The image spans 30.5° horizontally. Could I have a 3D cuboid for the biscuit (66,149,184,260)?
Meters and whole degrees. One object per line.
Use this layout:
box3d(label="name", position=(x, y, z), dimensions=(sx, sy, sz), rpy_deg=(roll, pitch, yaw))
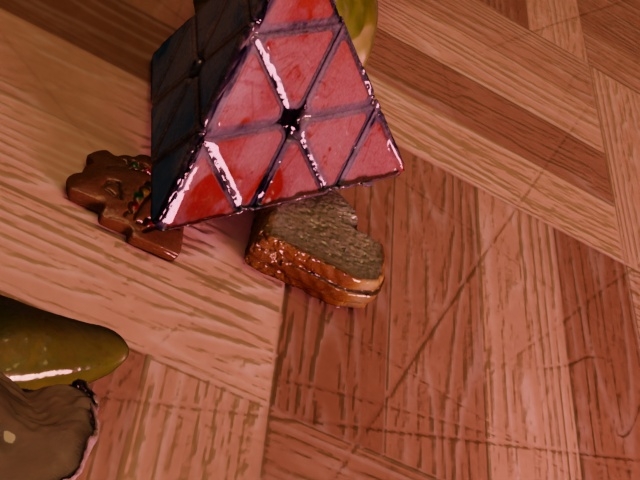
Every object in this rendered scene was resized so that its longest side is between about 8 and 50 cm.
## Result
box3d(label="biscuit", position=(-0.122, -0.024, 0.770), dimensions=(0.082, 0.016, 0.092), rpy_deg=(-18, 63, -49))

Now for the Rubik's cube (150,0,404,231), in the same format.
box3d(label="Rubik's cube", position=(-0.088, -0.096, 0.817), dimensions=(0.190, 0.211, 0.178), rpy_deg=(-41, 40, -23))

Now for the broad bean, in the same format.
box3d(label="broad bean", position=(-0.236, 0.055, 0.552), dimensions=(0.325, 0.075, 0.067), rpy_deg=(1, 77, -37))

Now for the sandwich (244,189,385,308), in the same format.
box3d(label="sandwich", position=(0.000, 0.000, 0.829), dimensions=(0.105, 0.036, 0.093), rpy_deg=(29, 39, -12))

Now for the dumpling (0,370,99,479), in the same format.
box3d(label="dumpling", position=(-0.189, 0.116, 0.450), dimensions=(0.247, 0.172, 0.142), rpy_deg=(-23, 110, -31))

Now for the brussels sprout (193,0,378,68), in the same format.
box3d(label="brussels sprout", position=(-0.013, -0.181, 0.912), dimensions=(0.151, 0.122, 0.149), rpy_deg=(46, 15, 24))
